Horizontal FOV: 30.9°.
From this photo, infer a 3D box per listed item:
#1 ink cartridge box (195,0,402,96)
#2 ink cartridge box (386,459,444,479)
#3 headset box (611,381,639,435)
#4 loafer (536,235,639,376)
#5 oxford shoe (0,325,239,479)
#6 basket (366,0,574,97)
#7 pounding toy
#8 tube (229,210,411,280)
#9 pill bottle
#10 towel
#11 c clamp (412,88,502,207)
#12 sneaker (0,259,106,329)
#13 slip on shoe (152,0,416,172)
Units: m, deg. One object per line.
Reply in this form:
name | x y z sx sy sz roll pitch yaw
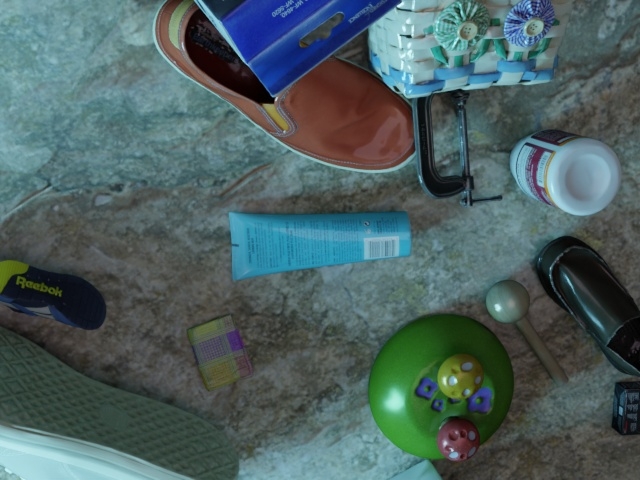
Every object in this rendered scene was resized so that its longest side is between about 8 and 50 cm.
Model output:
ink cartridge box | -0.082 -0.316 1.151 0.165 0.065 0.332 -38 71 -3
ink cartridge box | 0.162 0.436 1.368 0.121 0.211 0.289 -28 106 -4
headset box | 0.415 0.211 1.465 0.083 0.032 0.062 -2 102 -12
loafer | 0.349 0.082 1.400 0.080 0.078 0.220 -44 106 0
oxford shoe | -0.308 0.207 1.265 0.449 0.169 0.130 27 117 -16
basket | 0.158 -0.306 1.216 0.255 0.201 0.289 -9 110 -14
pounding toy | 0.179 0.174 1.370 0.237 0.110 0.183 -31 106 -3
tube | 0.000 0.000 1.333 0.207 0.052 0.080 -4 98 -5
pill bottle | 0.272 -0.081 1.313 0.086 0.152 0.086 -2 102 -11
towel | -0.117 0.132 1.354 0.060 0.009 0.083 -20 104 -6
c clamp | 0.152 -0.112 1.332 0.137 0.022 0.160 -16 102 -42
sneaker | -0.306 0.061 1.284 0.144 0.059 0.053 26 64 -30
slip on shoe | -0.028 -0.167 1.262 0.331 0.101 0.123 28 92 -18
